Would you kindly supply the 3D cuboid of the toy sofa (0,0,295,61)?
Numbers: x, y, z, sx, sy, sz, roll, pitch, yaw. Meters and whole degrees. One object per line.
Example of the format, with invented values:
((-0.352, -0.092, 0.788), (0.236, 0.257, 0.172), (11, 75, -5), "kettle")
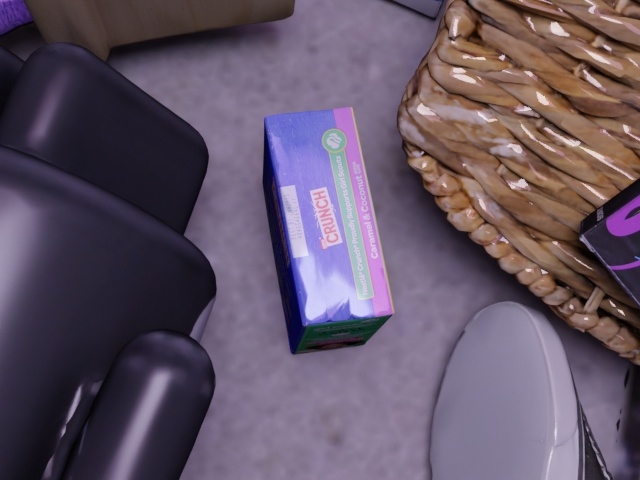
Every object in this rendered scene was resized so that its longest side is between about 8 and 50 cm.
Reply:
((-0.125, -0.268, 0.491), (0.177, 0.150, 0.362), (-10, 79, -6), "toy sofa")

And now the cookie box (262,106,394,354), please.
((0.000, 0.000, 0.507), (0.040, 0.107, 0.091), (-9, 79, -5), "cookie box")

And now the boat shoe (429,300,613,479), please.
((0.101, 0.138, 0.509), (0.070, 0.078, 0.219), (10, 71, -37), "boat shoe")

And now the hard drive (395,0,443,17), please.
((-0.044, -0.274, 0.594), (0.319, 0.040, 0.210), (24, 78, 2), "hard drive")

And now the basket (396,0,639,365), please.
((0.202, -0.060, 0.539), (0.299, 0.223, 0.213), (26, 111, 2), "basket")

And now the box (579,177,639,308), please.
((0.197, -0.008, 0.423), (0.162, 0.029, 0.116), (-38, 96, 19), "box")

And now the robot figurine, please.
((-0.148, 0.058, 0.451), (0.174, 0.209, 0.278), (24, 77, -12), "robot figurine")
